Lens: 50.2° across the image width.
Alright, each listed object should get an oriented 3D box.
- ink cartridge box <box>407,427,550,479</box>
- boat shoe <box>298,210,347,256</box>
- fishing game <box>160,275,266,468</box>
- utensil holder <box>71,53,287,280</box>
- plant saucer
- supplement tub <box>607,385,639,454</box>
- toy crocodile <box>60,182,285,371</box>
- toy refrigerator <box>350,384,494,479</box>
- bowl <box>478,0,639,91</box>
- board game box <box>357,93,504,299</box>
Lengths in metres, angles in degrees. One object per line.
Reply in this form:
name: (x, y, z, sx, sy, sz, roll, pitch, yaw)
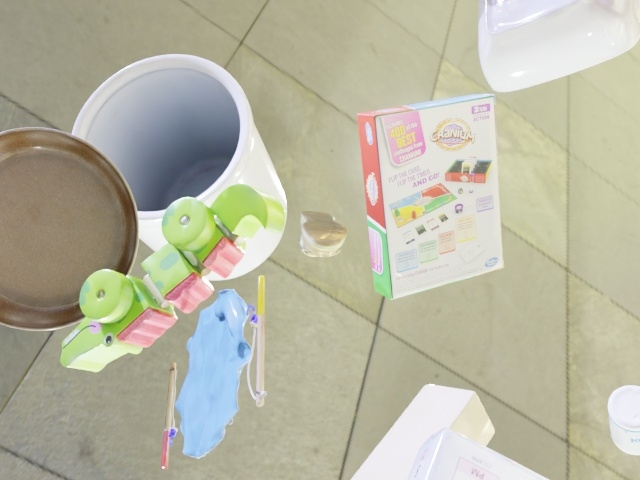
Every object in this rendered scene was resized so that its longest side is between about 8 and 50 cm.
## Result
ink cartridge box: (0.118, 0.267, 0.433, 0.189, 0.066, 0.232, 27, 54, 3)
boat shoe: (-0.002, 0.000, 0.852, 0.056, 0.048, 0.153, 4, 13, -11)
fishing game: (-0.114, 0.146, 0.758, 0.041, 0.264, 0.189, 16, 49, -27)
utensil holder: (-0.249, -0.116, 1.348, 0.327, 0.385, 0.328, -3, 68, 9)
plant saucer: (-0.434, -0.018, 1.063, 0.310, 0.311, 0.050, 42, 1, -5)
supplement tub: (0.473, 0.272, 1.031, 0.107, 0.071, 0.071, 59, 29, -45)
toy crocodile: (-0.189, 0.052, 0.868, 0.105, 0.340, 0.115, 49, 2, 28)
toy refrigerator: (0.140, 0.342, 1.006, 0.269, 0.102, 0.094, -43, 113, -33)
bowl: (0.193, -0.209, 0.576, 0.053, 0.142, 0.142, 30, 59, -42)
board game box: (0.197, -0.080, 1.188, 0.242, 0.064, 0.317, -13, 106, -22)
